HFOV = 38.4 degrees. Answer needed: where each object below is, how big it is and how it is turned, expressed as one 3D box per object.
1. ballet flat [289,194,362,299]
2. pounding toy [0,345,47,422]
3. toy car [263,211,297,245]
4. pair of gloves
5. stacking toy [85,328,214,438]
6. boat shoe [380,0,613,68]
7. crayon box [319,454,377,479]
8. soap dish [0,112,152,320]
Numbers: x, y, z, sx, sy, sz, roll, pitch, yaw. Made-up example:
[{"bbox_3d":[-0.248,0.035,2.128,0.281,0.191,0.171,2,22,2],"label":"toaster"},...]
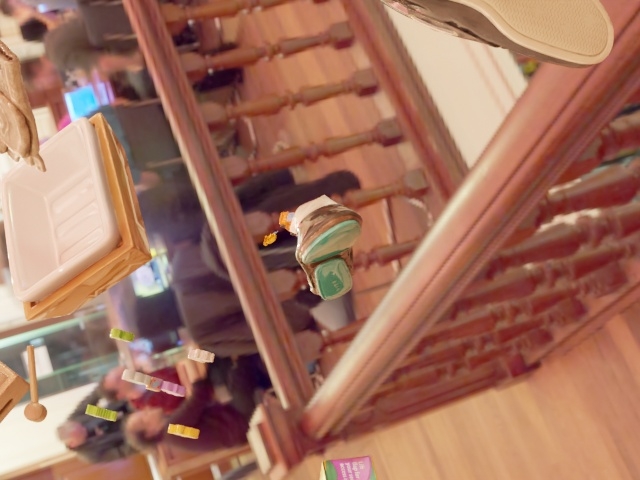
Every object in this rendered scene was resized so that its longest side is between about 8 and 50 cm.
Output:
[{"bbox_3d":[0.000,0.000,1.314,0.280,0.095,0.096,95,152,-66],"label":"ballet flat"},{"bbox_3d":[-0.565,0.267,1.635,0.206,0.181,0.094,33,162,13],"label":"pounding toy"},{"bbox_3d":[-0.069,-0.017,1.921,0.041,0.122,0.060,-27,112,36],"label":"toy car"},{"bbox_3d":[-0.437,-0.208,1.168,0.240,0.042,0.204,35,142,25],"label":"pair of gloves"},{"bbox_3d":[-0.315,0.271,1.735,0.052,0.221,0.166,-15,59,56],"label":"stacking toy"},{"bbox_3d":[0.142,-0.211,0.801,0.079,0.233,0.084,120,171,-78],"label":"boat shoe"},{"bbox_3d":[0.067,0.621,1.617,0.362,0.106,0.313,-105,14,-46],"label":"crayon box"},{"bbox_3d":[-0.400,-0.035,1.497,0.118,0.229,0.290,35,-153,-52],"label":"soap dish"}]
